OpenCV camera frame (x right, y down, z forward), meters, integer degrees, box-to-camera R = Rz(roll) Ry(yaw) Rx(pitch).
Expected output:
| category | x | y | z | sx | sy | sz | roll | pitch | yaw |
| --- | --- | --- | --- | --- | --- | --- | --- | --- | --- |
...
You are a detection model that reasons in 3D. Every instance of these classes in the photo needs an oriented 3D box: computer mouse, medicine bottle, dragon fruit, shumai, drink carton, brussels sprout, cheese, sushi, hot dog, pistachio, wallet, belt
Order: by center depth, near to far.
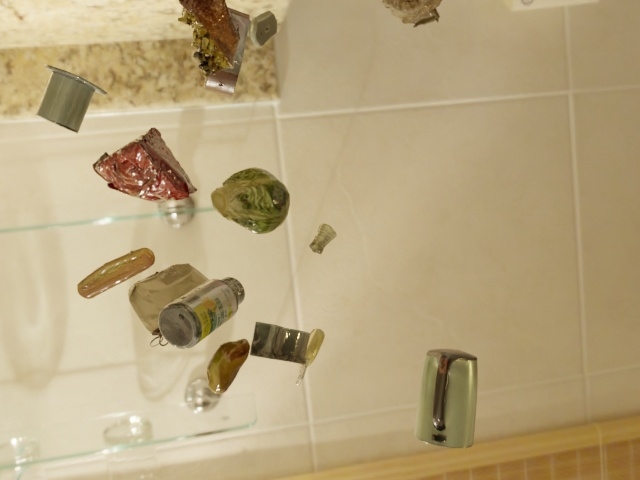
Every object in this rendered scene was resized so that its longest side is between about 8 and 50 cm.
| category | x | y | z | sx | sy | sz | roll | pitch | yaw |
| --- | --- | --- | --- | --- | --- | --- | --- | --- | --- |
| shumai | 0.205 | -0.566 | 1.301 | 0.167 | 0.205 | 0.175 | -9 | 152 | 3 |
| hot dog | -0.518 | 0.078 | 1.433 | 0.216 | 0.066 | 0.047 | -29 | -167 | 5 |
| sushi | -0.328 | -0.608 | 1.641 | 0.179 | 0.167 | 0.296 | -39 | 167 | -8 |
| dragon fruit | -0.525 | -0.240 | 1.647 | 0.303 | 0.240 | 0.330 | -3 | 175 | -10 |
| medicine bottle | -0.342 | 0.203 | 1.693 | 0.142 | 0.141 | 0.293 | -3 | -165 | 24 |
| pistachio | -0.298 | 0.386 | 1.778 | 0.100 | 0.189 | 0.110 | 30 | 169 | -7 |
| computer mouse | -0.198 | -0.718 | 1.906 | 0.056 | 0.089 | 0.181 | 13 | -137 | 20 |
| brussels sprout | -0.239 | -0.142 | 1.968 | 0.272 | 0.219 | 0.210 | -4 | -146 | -39 |
| cheese | -0.050 | 0.423 | 2.017 | 0.050 | 0.127 | 0.255 | 35 | -150 | -6 |
| drink carton | -0.922 | -0.507 | 2.034 | 0.186 | 0.189 | 0.191 | 25 | 179 | 11 |
| wallet | -0.530 | 0.210 | 2.044 | 0.335 | 0.068 | 0.275 | -28 | -119 | -37 |
| belt | -0.349 | -0.690 | 2.067 | 0.122 | 0.217 | 0.338 | 10 | 139 | -16 |

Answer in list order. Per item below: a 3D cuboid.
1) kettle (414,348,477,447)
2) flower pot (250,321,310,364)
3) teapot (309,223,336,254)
| category | x | y | z | sx | sy | sz | roll | pitch | yaw |
| --- | --- | --- | --- | --- | --- | --- | --- | --- | --- |
| kettle | 0.351 | 0.433 | 1.563 | 0.165 | 0.255 | 0.240 | 7 | 178 | 22 |
| flower pot | -0.125 | 0.327 | 1.788 | 0.103 | 0.108 | 0.229 | 1 | 166 | 37 |
| teapot | 0.000 | 0.000 | 1.587 | 0.067 | 0.057 | 0.083 | -5 | -135 | 54 |
